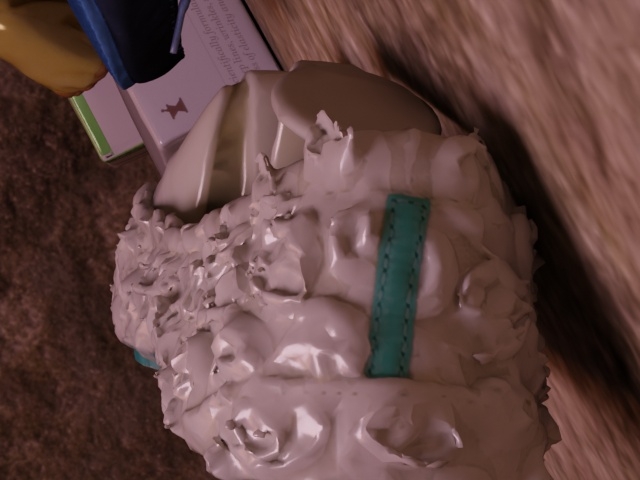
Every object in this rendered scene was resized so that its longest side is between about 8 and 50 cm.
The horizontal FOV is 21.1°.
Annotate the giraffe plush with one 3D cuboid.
[{"bbox_3d":[-0.237,-0.147,1.141,0.170,0.210,0.181,-33,89,46],"label":"giraffe plush"}]

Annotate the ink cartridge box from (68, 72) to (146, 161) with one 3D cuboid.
[{"bbox_3d":[-0.163,-0.167,1.345,0.198,0.115,0.273,62,176,-3],"label":"ink cartridge box"}]

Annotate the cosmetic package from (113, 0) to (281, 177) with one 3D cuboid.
[{"bbox_3d":[-0.075,-0.090,1.035,0.117,0.085,0.231,61,174,10],"label":"cosmetic package"}]

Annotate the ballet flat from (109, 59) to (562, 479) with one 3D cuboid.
[{"bbox_3d":[0.000,0.000,0.637,0.147,0.147,0.409,63,173,-10],"label":"ballet flat"}]

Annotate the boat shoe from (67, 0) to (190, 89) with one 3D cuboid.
[{"bbox_3d":[-0.075,-0.145,0.687,0.109,0.089,0.258,59,171,19],"label":"boat shoe"}]
